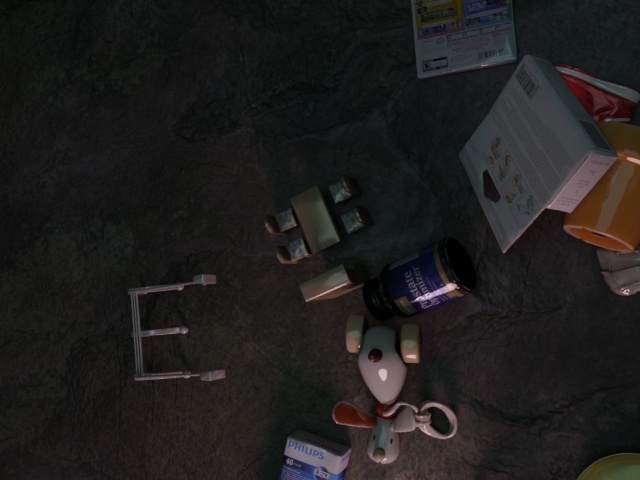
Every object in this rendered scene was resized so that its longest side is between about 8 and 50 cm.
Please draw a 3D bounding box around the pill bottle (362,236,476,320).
[{"bbox_3d":[0.201,0.088,1.379,0.219,0.123,0.122,-28,78,32],"label":"pill bottle"}]

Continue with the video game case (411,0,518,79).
[{"bbox_3d":[0.306,-0.459,1.424,0.213,0.023,0.193,-6,86,22],"label":"video game case"}]

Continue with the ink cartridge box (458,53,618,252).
[{"bbox_3d":[0.394,-0.162,1.260,0.296,0.066,0.261,-102,30,-41],"label":"ink cartridge box"}]

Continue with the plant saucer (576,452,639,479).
[{"bbox_3d":[0.600,0.521,1.259,0.241,0.037,0.240,-1,87,22],"label":"plant saucer"}]

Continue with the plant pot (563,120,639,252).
[{"bbox_3d":[0.538,-0.087,1.205,0.205,0.205,0.187,21,86,21],"label":"plant pot"}]

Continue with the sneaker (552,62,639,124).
[{"bbox_3d":[0.500,-0.263,1.307,0.221,0.087,0.128,22,94,22],"label":"sneaker"}]

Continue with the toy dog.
[{"bbox_3d":[0.128,0.311,1.352,0.220,0.161,0.333,-19,95,22],"label":"toy dog"}]

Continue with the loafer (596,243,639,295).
[{"bbox_3d":[0.672,-0.003,1.214,0.320,0.112,0.111,-26,87,19],"label":"loafer"}]

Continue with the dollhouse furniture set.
[{"bbox_3d":[0.000,0.000,1.449,0.212,0.161,0.242,-26,79,19],"label":"dollhouse furniture set"}]

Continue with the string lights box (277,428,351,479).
[{"bbox_3d":[-0.030,0.573,1.482,0.134,0.077,0.259,15,93,21],"label":"string lights box"}]

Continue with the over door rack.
[{"bbox_3d":[-0.335,0.215,1.585,0.324,0.108,0.239,-11,83,41],"label":"over door rack"}]
